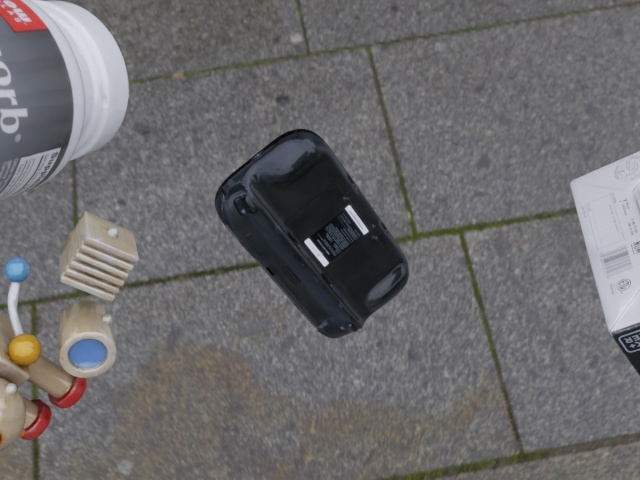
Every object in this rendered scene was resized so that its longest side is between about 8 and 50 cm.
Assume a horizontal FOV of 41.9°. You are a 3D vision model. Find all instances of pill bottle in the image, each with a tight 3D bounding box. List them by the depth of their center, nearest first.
[{"bbox_3d":[-0.353,-0.129,0.769,0.210,0.210,0.363,25,25,14],"label":"pill bottle"}]

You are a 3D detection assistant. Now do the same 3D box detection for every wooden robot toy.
[{"bbox_3d":[-0.144,0.072,0.396,0.173,0.076,0.079,-42,33,5],"label":"wooden robot toy"}]

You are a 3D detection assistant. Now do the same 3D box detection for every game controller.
[{"bbox_3d":[0.000,0.000,1.121,0.166,0.319,0.067,-44,37,-8],"label":"game controller"}]

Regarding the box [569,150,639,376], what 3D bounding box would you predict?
[{"bbox_3d":[0.309,0.079,0.663,0.087,0.290,0.169,-25,35,25],"label":"box"}]
